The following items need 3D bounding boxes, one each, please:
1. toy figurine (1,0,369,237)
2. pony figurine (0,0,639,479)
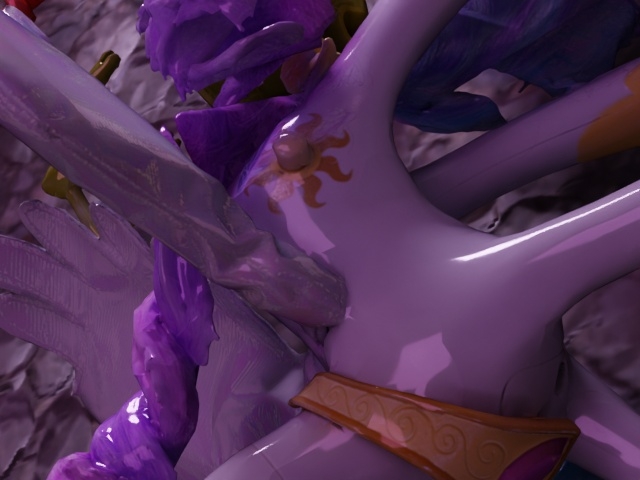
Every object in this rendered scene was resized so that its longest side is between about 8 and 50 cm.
[{"bbox_3d":[-0.146,-0.198,0.918,0.191,0.217,0.362,-34,48,0],"label":"toy figurine"},{"bbox_3d":[0.000,0.000,0.690,0.363,0.303,0.351,-35,53,-11],"label":"pony figurine"}]
